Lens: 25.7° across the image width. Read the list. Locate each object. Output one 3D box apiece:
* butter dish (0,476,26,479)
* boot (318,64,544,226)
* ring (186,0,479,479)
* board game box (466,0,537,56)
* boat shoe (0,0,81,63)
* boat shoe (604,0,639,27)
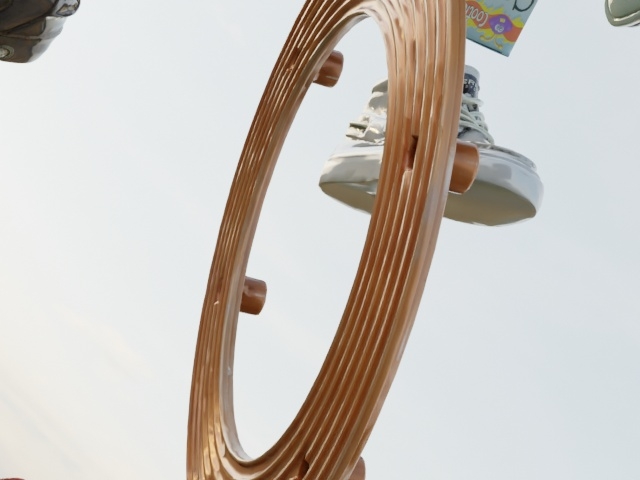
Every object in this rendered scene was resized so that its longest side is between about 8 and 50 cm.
[{"bbox_3d":[-0.292,0.292,1.155,0.160,0.118,0.159,-14,-77,32],"label":"butter dish"},{"bbox_3d":[0.094,-0.085,1.088,0.095,0.123,0.258,30,-12,-30],"label":"boot"},{"bbox_3d":[0.000,0.000,0.677,0.032,0.336,0.336,15,-14,-17],"label":"ring"},{"bbox_3d":[0.152,-0.330,1.545,0.144,0.142,0.275,21,22,-15],"label":"board game box"},{"bbox_3d":[-0.312,-0.180,0.831,0.356,0.132,0.130,13,-59,-15],"label":"boat shoe"},{"bbox_3d":[0.435,-0.320,1.511,0.091,0.114,0.302,15,-34,-32],"label":"boat shoe"}]
